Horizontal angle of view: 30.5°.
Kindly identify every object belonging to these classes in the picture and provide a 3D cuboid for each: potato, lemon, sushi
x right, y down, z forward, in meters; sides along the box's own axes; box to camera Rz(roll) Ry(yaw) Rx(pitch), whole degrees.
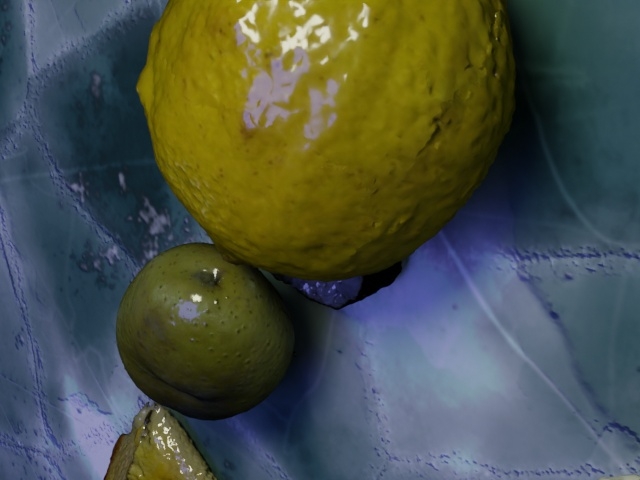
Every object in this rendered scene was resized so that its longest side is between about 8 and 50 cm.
[{"bbox_3d":[-0.104,0.083,1.083,0.169,0.143,0.248,15,156,-3],"label":"potato"},{"bbox_3d":[0.004,-0.110,0.867,0.268,0.268,0.322,53,130,14],"label":"lemon"},{"bbox_3d":[0.000,0.000,1.030,0.150,0.078,0.090,23,125,33],"label":"sushi"}]

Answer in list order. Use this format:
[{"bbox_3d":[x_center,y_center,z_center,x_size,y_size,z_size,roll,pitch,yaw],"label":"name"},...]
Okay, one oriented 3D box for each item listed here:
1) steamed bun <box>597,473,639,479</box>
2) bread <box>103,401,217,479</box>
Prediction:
[{"bbox_3d":[0.306,0.303,0.758,0.334,0.233,0.312,27,123,32],"label":"steamed bun"},{"bbox_3d":[-0.203,0.280,1.252,0.169,0.160,0.140,55,132,13],"label":"bread"}]
